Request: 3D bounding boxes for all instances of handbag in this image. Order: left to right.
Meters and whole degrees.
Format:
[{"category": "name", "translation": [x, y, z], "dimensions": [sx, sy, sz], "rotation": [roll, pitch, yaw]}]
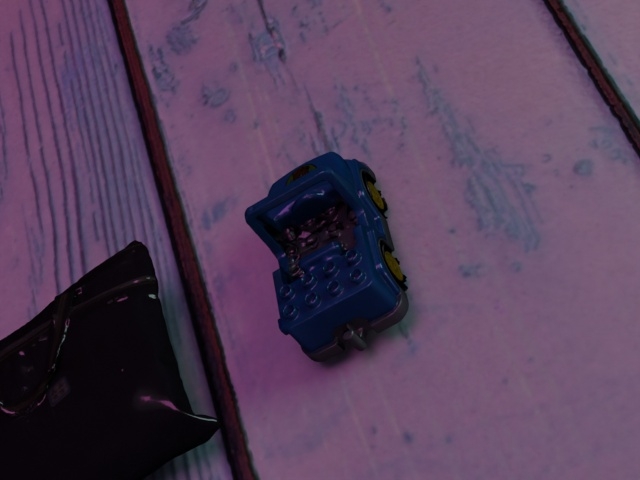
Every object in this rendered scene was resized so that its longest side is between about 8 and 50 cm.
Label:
[{"category": "handbag", "translation": [-0.217, 0.142, 1.156], "dimensions": [0.254, 0.088, 0.211], "rotation": [-36, 55, 13]}]

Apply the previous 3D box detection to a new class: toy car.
[{"category": "toy car", "translation": [0.000, 0.000, 1.113], "dimensions": [0.097, 0.100, 0.191], "rotation": [-29, 44, 17]}]
